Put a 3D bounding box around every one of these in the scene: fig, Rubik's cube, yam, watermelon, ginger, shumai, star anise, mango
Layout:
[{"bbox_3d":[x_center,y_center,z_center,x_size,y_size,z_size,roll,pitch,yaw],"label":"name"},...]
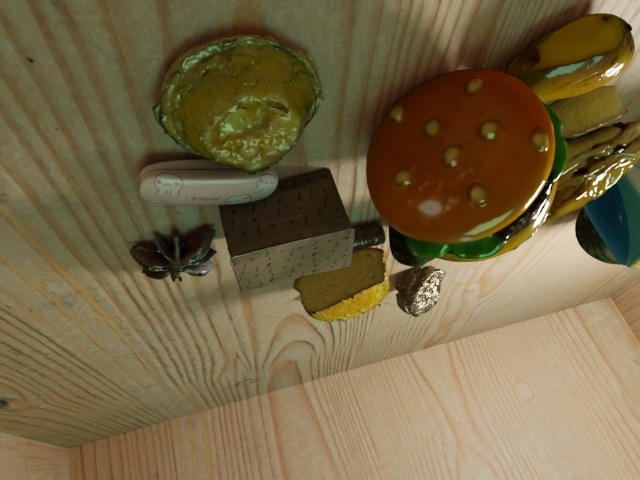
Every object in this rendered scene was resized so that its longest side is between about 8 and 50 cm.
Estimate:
[{"bbox_3d":[0.322,-0.027,1.404,0.245,0.195,0.195,-19,153,9],"label":"fig"},{"bbox_3d":[1.067,-0.154,1.444,0.347,0.351,0.352,-21,150,6],"label":"Rubik's cube"},{"bbox_3d":[0.125,-0.011,1.443,0.141,0.079,0.079,-12,152,-13],"label":"yam"},{"bbox_3d":[1.142,-0.049,1.754,0.359,0.279,0.279,-5,150,-22],"label":"watermelon"},{"bbox_3d":[0.650,-0.314,1.179,0.193,0.115,0.122,-19,171,26],"label":"ginger"},{"bbox_3d":[0.388,0.197,1.944,0.184,0.218,0.185,17,180,-32],"label":"shumai"},{"bbox_3d":[-0.373,0.042,1.232,0.236,0.093,0.229,-35,143,21],"label":"star anise"},{"bbox_3d":[0.504,-0.365,0.964,0.262,0.130,0.167,-16,158,9],"label":"mango"}]

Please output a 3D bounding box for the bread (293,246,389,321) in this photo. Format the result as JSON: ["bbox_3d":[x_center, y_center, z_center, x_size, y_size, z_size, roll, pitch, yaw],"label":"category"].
[{"bbox_3d":[0.096,0.168,1.606,0.340,0.194,0.179,-24,139,5],"label":"bread"}]

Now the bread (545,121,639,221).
[{"bbox_3d":[0.658,-0.164,1.282,0.370,0.191,0.314,-18,171,-5],"label":"bread"}]

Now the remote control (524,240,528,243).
[{"bbox_3d":[0.721,-0.043,1.724,0.029,0.087,0.190,-31,151,31],"label":"remote control"}]

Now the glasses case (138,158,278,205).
[{"bbox_3d":[-0.238,-0.125,1.010,0.297,0.075,0.113,-4,157,-24],"label":"glasses case"}]

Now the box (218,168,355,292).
[{"bbox_3d":[-0.085,-0.019,1.179,0.297,0.190,0.225,-13,152,-7],"label":"box"}]

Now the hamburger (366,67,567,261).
[{"bbox_3d":[0.279,-0.146,0.972,0.395,0.396,0.277,-28,152,19],"label":"hamburger"}]

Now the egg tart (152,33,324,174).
[{"bbox_3d":[-0.138,-0.223,0.848,0.315,0.120,0.315,-14,151,-8],"label":"egg tart"}]

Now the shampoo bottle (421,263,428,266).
[{"bbox_3d":[0.388,0.065,1.755,0.056,0.056,0.195,-18,152,0],"label":"shampoo bottle"}]
